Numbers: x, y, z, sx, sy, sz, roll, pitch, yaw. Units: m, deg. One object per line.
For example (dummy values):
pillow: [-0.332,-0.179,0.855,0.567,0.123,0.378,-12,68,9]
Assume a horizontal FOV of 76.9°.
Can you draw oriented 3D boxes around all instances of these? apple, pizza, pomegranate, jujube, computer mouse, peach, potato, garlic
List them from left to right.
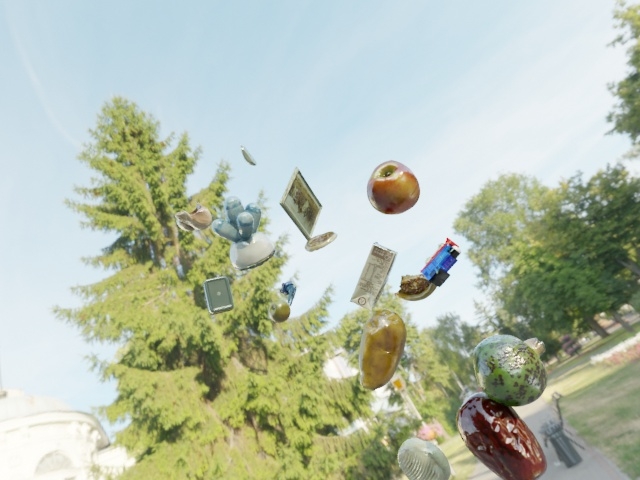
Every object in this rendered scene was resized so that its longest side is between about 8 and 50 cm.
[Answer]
garlic: [-0.553,-0.095,1.752,0.174,0.099,0.124,-13,-59,35]
computer mouse: [-0.324,-0.370,1.770,0.032,0.056,0.110,-33,-72,10]
apple: [-0.158,0.270,1.539,0.089,0.090,0.074,-42,-42,20]
potato: [0.276,0.495,1.830,0.195,0.176,0.370,31,-110,-45]
peach: [0.357,-0.241,2.003,0.245,0.249,0.275,-39,-51,1]
pizza: [0.461,0.232,1.975,0.056,0.135,0.270,-21,8,-38]
jujube: [0.637,0.708,1.443,0.222,0.318,0.223,-21,-45,-23]
pomegranate: [0.677,0.448,1.427,0.270,0.254,0.254,-35,-29,0]

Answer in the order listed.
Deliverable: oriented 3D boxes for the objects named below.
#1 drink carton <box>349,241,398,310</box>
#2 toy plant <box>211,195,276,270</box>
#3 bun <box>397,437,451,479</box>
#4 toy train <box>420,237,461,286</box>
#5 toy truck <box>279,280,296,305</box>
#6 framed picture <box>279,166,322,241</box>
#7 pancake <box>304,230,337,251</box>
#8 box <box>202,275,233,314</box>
drink carton: [0.282,0.180,2.079,0.325,0.131,0.194,-68,-14,7]
toy plant: [-0.371,-0.053,1.907,0.246,0.247,0.333,-25,-67,-10]
bun: [0.471,0.988,1.801,0.141,0.239,0.239,-34,-18,-47]
toy train: [0.554,0.099,1.833,0.082,0.131,0.204,31,-75,-26]
toy truck: [-0.165,0.269,2.034,0.063,0.074,0.136,-17,-43,-40]
framed picture: [-0.075,-0.155,1.766,0.017,0.217,0.274,0,-34,31]
pancake: [0.000,0.001,1.631,0.151,0.025,0.152,-24,17,8]
box: [-0.353,0.188,1.400,0.090,0.126,0.031,-9,-16,-23]
